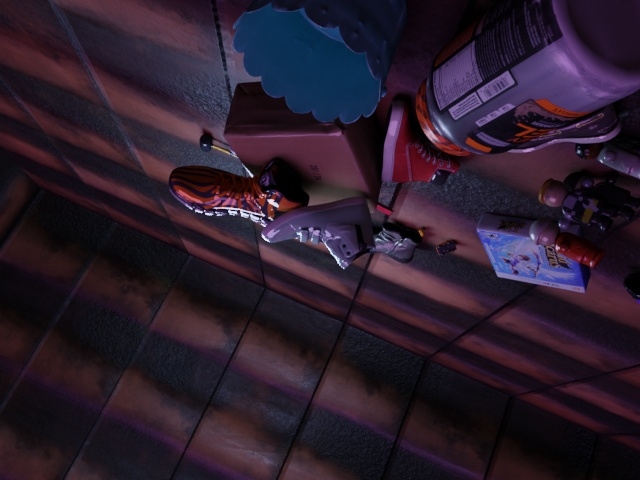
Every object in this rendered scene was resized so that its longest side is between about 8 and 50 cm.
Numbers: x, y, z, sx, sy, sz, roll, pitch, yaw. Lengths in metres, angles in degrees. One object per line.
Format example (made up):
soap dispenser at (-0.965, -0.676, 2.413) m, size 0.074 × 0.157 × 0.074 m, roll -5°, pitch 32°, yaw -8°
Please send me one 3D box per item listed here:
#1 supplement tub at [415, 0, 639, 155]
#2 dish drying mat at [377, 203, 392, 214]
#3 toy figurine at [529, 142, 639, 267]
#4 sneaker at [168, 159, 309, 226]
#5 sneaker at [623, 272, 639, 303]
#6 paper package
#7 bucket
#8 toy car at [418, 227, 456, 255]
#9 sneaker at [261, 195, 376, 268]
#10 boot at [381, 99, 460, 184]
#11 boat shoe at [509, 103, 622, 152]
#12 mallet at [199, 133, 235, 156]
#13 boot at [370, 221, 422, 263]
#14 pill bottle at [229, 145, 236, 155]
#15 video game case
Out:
supplement tub at (0.302, -0.256, 0.865) m, size 0.207 × 0.207 × 0.338 m, roll 31°, pitch 161°, yaw -15°
dish drying mat at (0.175, -0.101, 1.718) m, size 0.083 × 0.008 × 0.032 m, roll 26°, pitch 161°, yaw -4°
toy figurine at (0.504, -0.080, 1.082) m, size 0.148 × 0.213 × 0.209 m, roll 33°, pitch 164°, yaw 31°
sneaker at (-0.172, -0.131, 1.299) m, size 0.321 × 0.124 × 0.180 m, roll 12°, pitch 153°, yaw -22°
sneaker at (0.828, 0.103, 1.309) m, size 0.146 × 0.102 × 0.293 m, roll 30°, pitch 160°, yaw -12°
paper package at (-0.024, -0.218, 1.348) m, size 0.310 × 0.168 × 0.325 m, roll 3°, pitch 154°, yaw 23°
bucket at (0.008, -0.359, 0.994) m, size 0.281 × 0.183 × 0.281 m, roll 23°, pitch 160°, yaw 9°
toy car at (0.356, -0.008, 1.726) m, size 0.122 × 0.060 × 0.040 m, roll 46°, pitch -159°, yaw -8°
sneaker at (0.000, 0.000, 1.300) m, size 0.256 × 0.151 × 0.094 m, roll -15°, pitch 165°, yaw -2°
boot at (0.230, -0.214, 1.275) m, size 0.177 × 0.088 × 0.244 m, roll 6°, pitch 149°, yaw 9°
boat shoe at (0.415, -0.215, 1.034) m, size 0.228 × 0.081 × 0.068 m, roll -2°, pitch 145°, yaw 39°
mallet at (-0.291, -0.282, 1.783) m, size 0.190 × 0.039 × 0.062 m, roll 19°, pitch 163°, yaw 5°
boot at (0.200, -0.017, 1.826) m, size 0.247 × 0.083 × 0.161 m, roll 16°, pitch 153°, yaw 8°
pill bottle at (-0.175, -0.241, 1.650) m, size 0.094 × 0.094 × 0.169 m, roll 6°, pitch 153°, yaw 43°
video game case at (0.569, 0.036, 1.514) m, size 0.245 × 0.061 × 0.269 m, roll 9°, pitch 155°, yaw 35°
